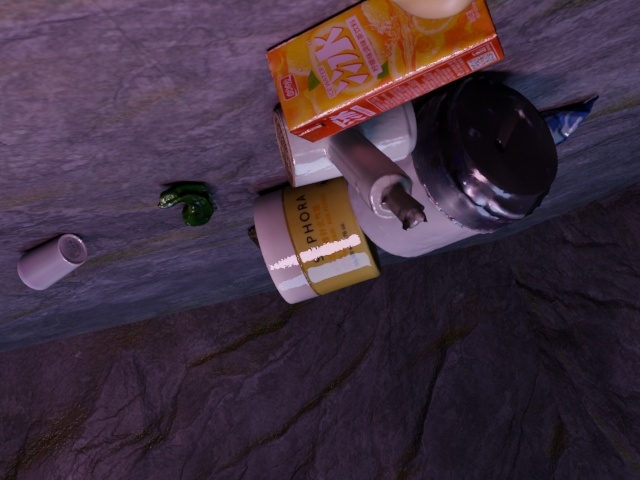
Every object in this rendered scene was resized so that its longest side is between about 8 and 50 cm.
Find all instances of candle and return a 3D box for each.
[{"bbox_3d":[0.178,-0.093,0.983,0.221,0.221,0.342,-9,168,-34],"label":"candle"}]

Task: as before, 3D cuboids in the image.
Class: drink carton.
[{"bbox_3d":[0.062,-0.188,0.630,0.223,0.096,0.071,-20,170,22],"label":"drink carton"}]

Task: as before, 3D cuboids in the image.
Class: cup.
[{"bbox_3d":[-0.478,0.031,1.132,0.116,0.074,0.104,-26,-169,26],"label":"cup"}]

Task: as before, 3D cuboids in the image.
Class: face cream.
[{"bbox_3d":[-0.002,-0.009,1.174,0.180,0.218,0.218,-18,170,9],"label":"face cream"}]

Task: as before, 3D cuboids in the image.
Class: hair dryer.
[{"bbox_3d":[0.061,-0.086,0.707,0.173,0.107,0.357,-16,-151,-6],"label":"hair dryer"}]

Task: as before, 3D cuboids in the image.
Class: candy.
[{"bbox_3d":[0.359,-0.174,1.185,0.331,0.077,0.187,-25,176,-16],"label":"candy"}]

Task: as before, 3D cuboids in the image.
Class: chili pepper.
[{"bbox_3d":[-0.217,-0.060,1.051,0.073,0.050,0.182,-9,168,1],"label":"chili pepper"}]

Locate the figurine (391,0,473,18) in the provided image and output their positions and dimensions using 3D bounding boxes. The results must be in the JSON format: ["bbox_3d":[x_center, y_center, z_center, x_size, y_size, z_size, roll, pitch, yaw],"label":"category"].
[{"bbox_3d":[0.033,-0.222,0.452,0.196,0.108,0.114,3,158,-4],"label":"figurine"}]

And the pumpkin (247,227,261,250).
[{"bbox_3d":[0.000,0.000,1.463,0.312,0.148,0.169,-18,175,-10],"label":"pumpkin"}]
